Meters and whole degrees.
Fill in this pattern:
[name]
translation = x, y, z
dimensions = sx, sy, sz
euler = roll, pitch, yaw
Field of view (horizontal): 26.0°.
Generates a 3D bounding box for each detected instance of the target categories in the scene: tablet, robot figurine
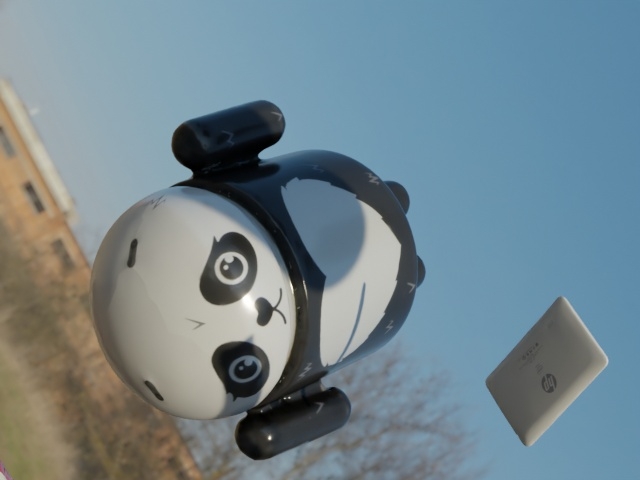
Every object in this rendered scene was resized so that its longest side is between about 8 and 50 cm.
[tablet]
translation = 0.136, 0.080, 0.844
dimensions = 0.083, 0.006, 0.054
euler = -54, -130, 32
[robot figurine]
translation = -0.037, 0.027, 1.016
dimensions = 0.209, 0.278, 0.173
euler = 47, -54, 19

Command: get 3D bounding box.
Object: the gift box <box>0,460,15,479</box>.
[gift box]
translation = -0.393, 0.164, 1.092
dimensions = 0.276, 0.258, 0.255
euler = 16, 50, -56
